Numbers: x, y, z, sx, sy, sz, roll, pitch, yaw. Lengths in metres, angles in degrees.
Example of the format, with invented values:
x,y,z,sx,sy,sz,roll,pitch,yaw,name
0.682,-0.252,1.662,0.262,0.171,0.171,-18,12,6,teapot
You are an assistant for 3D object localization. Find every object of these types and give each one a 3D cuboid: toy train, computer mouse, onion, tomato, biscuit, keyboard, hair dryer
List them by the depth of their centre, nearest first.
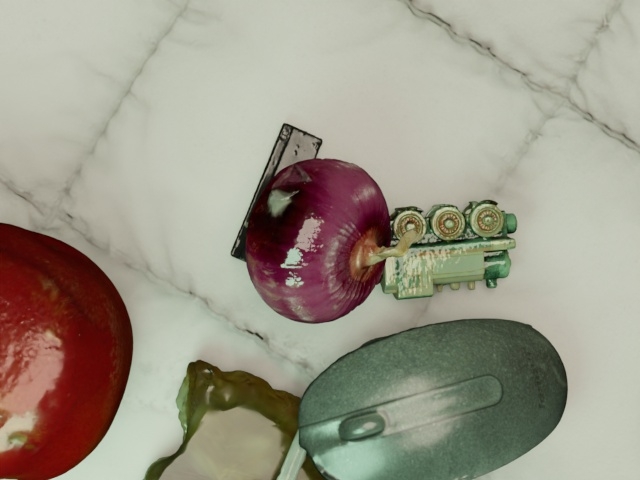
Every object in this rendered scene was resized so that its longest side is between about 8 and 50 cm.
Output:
x,y,z,sx,sy,sz,roll,pitch,yaw,name
-0.386,0.135,1.709,0.325,0.293,0.289,30,94,8,tomato
-0.033,0.298,1.775,0.082,0.047,0.137,25,72,-8,hair dryer
-0.010,-0.005,1.779,0.200,0.200,0.207,42,103,1,onion
0.156,0.203,1.784,0.374,0.114,0.203,-16,86,-19,computer mouse
-0.124,0.320,1.809,0.329,0.078,0.335,-22,88,-10,biscuit
0.167,0.011,1.863,0.194,0.081,0.125,-4,94,-6,toy train
-0.060,-0.059,1.882,0.060,0.018,0.195,24,83,-9,keyboard
